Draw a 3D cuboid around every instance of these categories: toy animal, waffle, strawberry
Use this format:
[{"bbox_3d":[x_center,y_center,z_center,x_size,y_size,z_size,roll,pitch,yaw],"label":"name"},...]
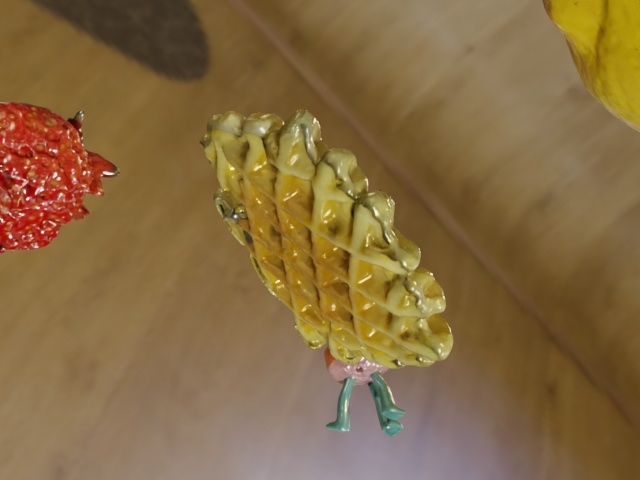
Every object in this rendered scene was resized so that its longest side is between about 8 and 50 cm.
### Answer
[{"bbox_3d":[0.042,0.102,1.778,0.100,0.103,0.208,20,51,-29],"label":"toy animal"},{"bbox_3d":[-0.002,0.001,1.420,0.261,0.056,0.250,57,-24,-12],"label":"waffle"},{"bbox_3d":[-0.317,-0.064,1.686,0.228,0.174,0.098,23,34,-53],"label":"strawberry"}]

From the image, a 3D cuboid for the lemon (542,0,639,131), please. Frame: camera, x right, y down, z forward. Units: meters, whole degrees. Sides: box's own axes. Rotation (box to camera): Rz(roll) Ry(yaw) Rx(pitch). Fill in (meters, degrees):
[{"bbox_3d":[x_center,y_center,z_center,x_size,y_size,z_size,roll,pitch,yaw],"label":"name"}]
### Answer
[{"bbox_3d":[0.286,-0.172,1.185,0.288,0.233,0.233,-2,44,-14],"label":"lemon"}]
